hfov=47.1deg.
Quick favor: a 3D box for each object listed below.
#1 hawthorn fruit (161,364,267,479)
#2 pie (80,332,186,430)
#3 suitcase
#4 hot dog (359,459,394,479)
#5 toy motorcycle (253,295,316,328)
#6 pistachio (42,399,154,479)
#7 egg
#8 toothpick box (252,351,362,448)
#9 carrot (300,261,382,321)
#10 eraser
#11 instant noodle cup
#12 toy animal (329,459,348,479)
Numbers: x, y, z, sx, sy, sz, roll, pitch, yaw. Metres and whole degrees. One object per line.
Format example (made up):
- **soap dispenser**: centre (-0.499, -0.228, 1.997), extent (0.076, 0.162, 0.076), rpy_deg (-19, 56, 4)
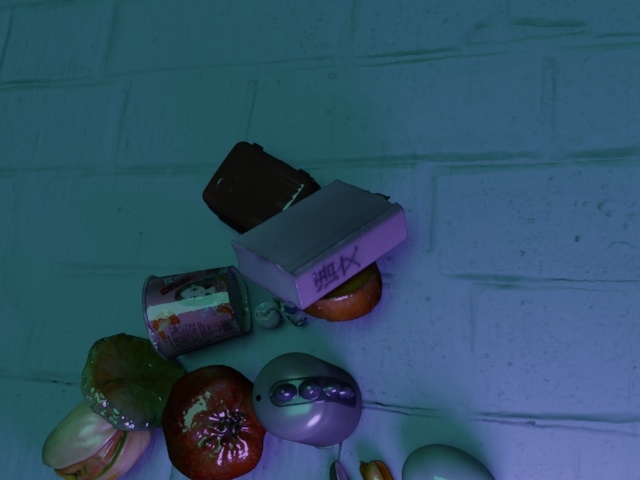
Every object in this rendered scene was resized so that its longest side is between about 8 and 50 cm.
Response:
- **hawthorn fruit**: centre (-0.280, 0.457, 1.850), extent (0.330, 0.287, 0.286), rpy_deg (-18, 57, 62)
- **pie**: centre (-0.489, 0.368, 1.923), extent (0.071, 0.306, 0.306), rpy_deg (-46, 61, 30)
- **suitcase**: centre (-0.158, -0.118, 2.040), extent (0.297, 0.161, 0.236), rpy_deg (32, 84, 25)
- **hot dog**: centre (0.160, 0.630, 1.707), extent (0.072, 0.109, 0.269), rpy_deg (-34, 61, 16)
- **toy motorcycle**: centre (-0.057, 0.164, 1.954), extent (0.255, 0.112, 0.112), rpy_deg (-17, 67, 7)
- **pistachio**: centre (-0.582, 0.522, 1.957), extent (0.309, 0.230, 0.230), rpy_deg (-41, 64, 3)
- **egg**: centre (0.293, 0.554, 1.652), extent (0.231, 0.168, 0.168), rpy_deg (23, 81, 21)
- **toothpick box**: centre (-0.025, 0.375, 1.743), extent (0.229, 0.316, 0.228), rpy_deg (-6, 71, 16)
- **carrot**: centre (0.017, 0.087, 1.887), extent (0.259, 0.100, 0.307), rpy_deg (-29, 39, -26)
- **eraser**: centre (0.000, 0.000, 1.831), extent (0.359, 0.122, 0.272), rpy_deg (-32, 35, -29)
- **instant noodle cup**: centre (-0.323, 0.183, 1.964), extent (0.232, 0.243, 0.242), rpy_deg (-15, 68, 8)
- **toy animal**: centre (0.060, 0.648, 1.738), extent (0.108, 0.138, 0.236), rpy_deg (18, 62, -7)
